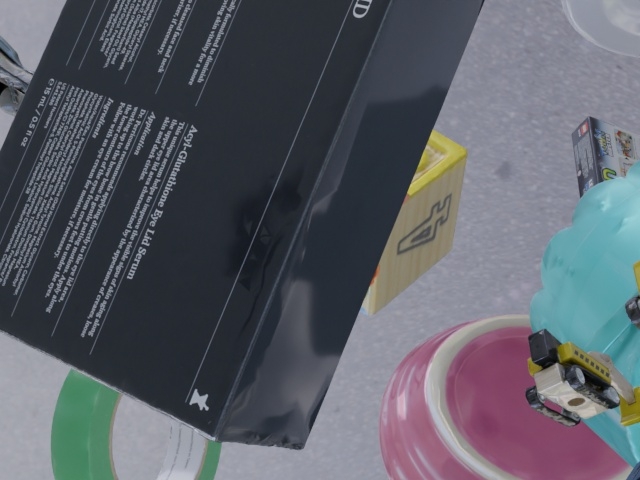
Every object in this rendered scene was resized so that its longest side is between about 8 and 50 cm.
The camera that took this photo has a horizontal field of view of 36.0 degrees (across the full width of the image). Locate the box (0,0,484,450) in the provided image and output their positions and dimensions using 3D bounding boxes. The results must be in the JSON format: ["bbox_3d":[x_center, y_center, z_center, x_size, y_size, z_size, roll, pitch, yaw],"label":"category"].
[{"bbox_3d":[-0.052,-0.051,0.507,0.184,0.103,0.261,20,85,29],"label":"box"}]

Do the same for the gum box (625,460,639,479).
[{"bbox_3d":[0.223,0.162,0.443,0.184,0.157,0.041,33,82,20],"label":"gum box"}]

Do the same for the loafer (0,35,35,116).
[{"bbox_3d":[-0.467,-0.220,1.496,0.267,0.084,0.096,42,144,26],"label":"loafer"}]

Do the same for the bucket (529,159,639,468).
[{"bbox_3d":[0.322,0.076,0.792,0.281,0.183,0.281,-2,108,-7],"label":"bucket"}]

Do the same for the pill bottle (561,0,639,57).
[{"bbox_3d":[0.362,-0.393,1.054,0.204,0.204,0.361,-14,53,34],"label":"pill bottle"}]

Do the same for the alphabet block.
[{"bbox_3d":[0.068,-0.052,1.363,0.192,0.193,0.197,34,146,27],"label":"alphabet block"}]

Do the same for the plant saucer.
[{"bbox_3d":[0.229,0.194,1.042,0.332,0.332,0.084,37,141,29],"label":"plant saucer"}]

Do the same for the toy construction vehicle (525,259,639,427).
[{"bbox_3d":[0.128,0.041,0.385,0.086,0.098,0.035,-35,44,33],"label":"toy construction vehicle"}]

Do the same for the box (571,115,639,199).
[{"bbox_3d":[0.342,-0.036,1.083,0.036,0.114,0.207,127,155,-48],"label":"box"}]

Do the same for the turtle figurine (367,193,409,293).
[{"bbox_3d":[0.000,0.000,1.206,0.217,0.087,0.269,46,123,27],"label":"turtle figurine"}]

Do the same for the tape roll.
[{"bbox_3d":[-0.271,0.297,1.512,0.077,0.321,0.321,-4,87,30],"label":"tape roll"}]
